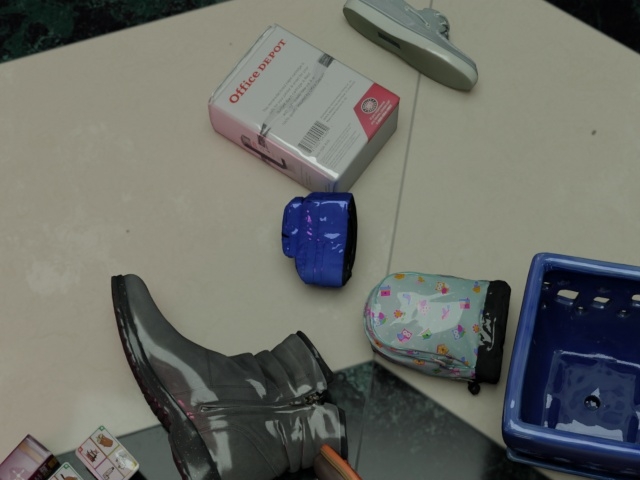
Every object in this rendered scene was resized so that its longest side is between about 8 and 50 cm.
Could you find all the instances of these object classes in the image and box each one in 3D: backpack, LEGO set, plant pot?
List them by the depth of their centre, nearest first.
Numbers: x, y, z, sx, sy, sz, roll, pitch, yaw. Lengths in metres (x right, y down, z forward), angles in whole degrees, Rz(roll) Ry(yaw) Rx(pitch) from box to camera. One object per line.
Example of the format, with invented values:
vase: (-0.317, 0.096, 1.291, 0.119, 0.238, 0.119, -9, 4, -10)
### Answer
plant pot: (0.342, 0.171, 1.661, 0.236, 0.212, 0.236, 10, 68, 7)
LEGO set: (-0.247, 0.376, 1.697, 0.244, 0.060, 0.182, 42, 86, 19)
backpack: (0.146, 0.102, 1.753, 0.182, 0.115, 0.152, 8, 69, 9)
backpack: (0.000, 0.000, 1.807, 0.101, 0.098, 0.120, 2, 100, 10)

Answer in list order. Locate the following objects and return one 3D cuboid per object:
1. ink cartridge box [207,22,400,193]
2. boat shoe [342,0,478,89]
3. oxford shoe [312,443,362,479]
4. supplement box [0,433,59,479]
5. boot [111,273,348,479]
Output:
ink cartridge box: (-0.023, -0.174, 1.895, 0.218, 0.092, 0.158, 33, 71, 14)
boat shoe: (0.140, -0.298, 1.950, 0.227, 0.079, 0.081, 34, 76, 19)
oxford shoe: (0.047, 0.373, 1.630, 0.098, 0.097, 0.271, -27, 79, -4)
supplement box: (-0.373, 0.291, 1.721, 0.043, 0.055, 0.083, 36, 73, 15)
boot: (-0.116, 0.163, 1.750, 0.222, 0.118, 0.338, -24, 78, -12)
